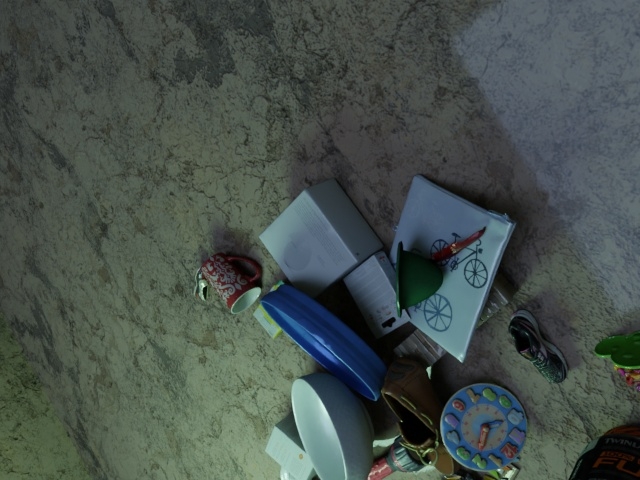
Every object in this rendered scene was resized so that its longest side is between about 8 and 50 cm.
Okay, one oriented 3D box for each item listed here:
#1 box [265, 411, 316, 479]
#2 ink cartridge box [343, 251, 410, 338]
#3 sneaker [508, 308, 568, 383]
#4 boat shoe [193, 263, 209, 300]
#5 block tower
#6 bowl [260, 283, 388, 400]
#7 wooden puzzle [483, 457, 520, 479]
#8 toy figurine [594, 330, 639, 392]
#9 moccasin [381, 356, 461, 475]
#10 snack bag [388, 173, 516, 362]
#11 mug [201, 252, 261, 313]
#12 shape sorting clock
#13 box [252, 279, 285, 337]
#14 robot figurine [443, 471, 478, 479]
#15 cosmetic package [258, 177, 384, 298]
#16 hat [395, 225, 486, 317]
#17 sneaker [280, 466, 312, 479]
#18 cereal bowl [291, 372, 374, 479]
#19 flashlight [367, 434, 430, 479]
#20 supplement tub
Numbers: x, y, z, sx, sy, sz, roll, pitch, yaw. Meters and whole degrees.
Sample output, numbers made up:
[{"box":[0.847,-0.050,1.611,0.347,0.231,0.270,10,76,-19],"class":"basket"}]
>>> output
[{"box":[-0.071,0.653,1.878,0.171,0.091,0.130,35,124,22],"class":"box"},{"box":[0.147,0.136,1.480,0.145,0.045,0.179,-42,74,47],"class":"ink cartridge box"},{"box":[0.472,0.247,1.330,0.178,0.077,0.072,53,130,8],"class":"sneaker"},{"box":[-0.381,0.137,1.946,0.043,0.049,0.136,30,125,21],"class":"boat shoe"},{"box":[0.318,0.189,1.415,0.091,0.097,0.335,49,130,12],"class":"block tower"},{"box":[0.014,0.257,1.542,0.391,0.077,0.391,38,166,12],"class":"bowl"},{"box":[0.455,0.579,1.507,0.079,0.014,0.116,23,119,28],"class":"wooden puzzle"},{"box":[0.658,0.275,1.193,0.159,0.130,0.173,59,152,-9],"class":"toy figurine"},{"box":[0.253,0.464,1.481,0.139,0.147,0.379,10,137,41],"class":"moccasin"},{"box":[0.268,0.048,1.356,0.323,0.037,0.342,38,120,50],"class":"snack bag"},{"box":[-0.265,0.115,1.834,0.169,0.150,0.113,45,164,20],"class":"mug"},{"box":[0.389,0.443,1.421,0.207,0.040,0.206,0,87,-1],"class":"shape sorting clock"},{"box":[-0.123,0.200,1.781,0.105,0.043,0.179,48,131,13],"class":"box"},{"box":[0.408,0.731,1.553,0.291,0.085,0.210,29,121,25],"class":"robot figurine"},{"box":[0.000,0.000,1.551,0.224,0.138,0.225,55,131,7],"class":"cosmetic package"},{"box":[0.261,0.083,1.309,0.184,0.208,0.172,0,73,10],"class":"hat"},{"box":[-0.038,0.795,1.921,0.115,0.090,0.232,-27,99,33],"class":"sneaker"},{"box":[0.049,0.524,1.673,0.339,0.141,0.338,44,142,48],"class":"cereal bowl"},{"box":[0.173,0.640,1.678,0.103,0.103,0.304,32,126,-19],"class":"flashlight"},{"box":[0.590,0.522,1.173,0.207,0.338,0.207,13,114,33],"class":"supplement tub"}]
